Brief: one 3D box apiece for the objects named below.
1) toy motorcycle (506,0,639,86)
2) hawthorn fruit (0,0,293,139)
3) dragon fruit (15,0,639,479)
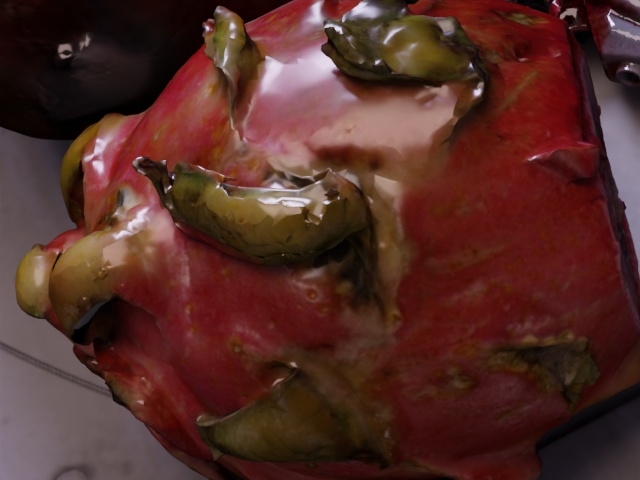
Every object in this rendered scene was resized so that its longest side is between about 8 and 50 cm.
[{"bbox_3d":[0.116,-0.117,1.029,0.213,0.082,0.122,8,63,27],"label":"toy motorcycle"},{"bbox_3d":[-0.123,-0.198,1.043,0.324,0.308,0.308,2,59,38],"label":"hawthorn fruit"},{"bbox_3d":[0.000,0.000,0.899,0.291,0.269,0.250,-10,45,13],"label":"dragon fruit"}]
